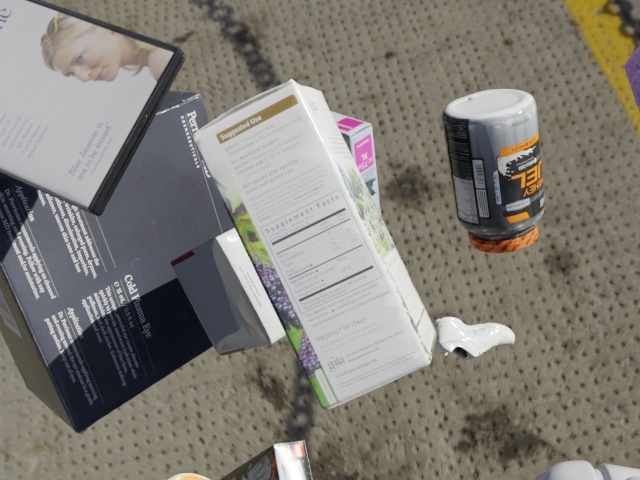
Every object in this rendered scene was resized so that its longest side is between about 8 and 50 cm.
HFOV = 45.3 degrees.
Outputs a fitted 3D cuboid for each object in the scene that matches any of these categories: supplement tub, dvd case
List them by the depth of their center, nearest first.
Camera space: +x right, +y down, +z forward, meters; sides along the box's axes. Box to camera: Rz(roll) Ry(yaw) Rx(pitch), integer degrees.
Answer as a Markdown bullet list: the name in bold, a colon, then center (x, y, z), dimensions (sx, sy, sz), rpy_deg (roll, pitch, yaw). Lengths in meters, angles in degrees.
- **dvd case**: center (-0.279, -0.148, 0.763), dimensions (0.253, 0.022, 0.180), rpy_deg (22, 80, 19)
- **supplement tub**: center (0.225, -0.087, 0.982), dimensions (0.117, 0.190, 0.117), rpy_deg (-11, 26, 6)

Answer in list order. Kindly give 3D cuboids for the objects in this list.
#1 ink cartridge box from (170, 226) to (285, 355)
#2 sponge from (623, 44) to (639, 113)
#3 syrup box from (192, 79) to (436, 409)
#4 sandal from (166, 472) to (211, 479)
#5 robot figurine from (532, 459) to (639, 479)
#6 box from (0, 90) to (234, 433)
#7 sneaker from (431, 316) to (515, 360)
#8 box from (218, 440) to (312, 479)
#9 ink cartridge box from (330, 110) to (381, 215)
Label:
- **ink cartridge box**: center (-0.049, 0.030, 0.875), dimensions (0.176, 0.128, 0.127), rpy_deg (-29, 93, -36)
- **sponge**: center (0.339, -0.165, 0.689), dimensions (0.031, 0.210, 0.117), rpy_deg (-5, 71, -3)
- **syrup box**: center (0.000, 0.000, 0.613), dimensions (0.096, 0.093, 0.237), rpy_deg (-26, 91, 13)
- **sandal**: center (-0.143, 0.448, 1.211), dimensions (0.265, 0.076, 0.102), rpy_deg (37, 38, 28)
- **robot figurine**: center (0.368, 0.362, 0.861), dimensions (0.353, 0.300, 0.200), rpy_deg (7, 41, 8)
- **box**: center (-0.280, 0.012, 1.023), dimensions (0.312, 0.343, 0.179), rpy_deg (-30, 29, -32)
- **sneaker**: center (0.243, 0.163, 1.218), dimensions (0.152, 0.054, 0.061), rpy_deg (8, 57, -22)
- **box**: center (-0.041, 0.211, 0.562), dimensions (0.027, 0.137, 0.094), rpy_deg (1, 63, -29)
- **ink cartridge box**: center (0.016, -0.068, 1.275), dimensions (0.065, 0.311, 0.185), rpy_deg (-33, 41, -33)
